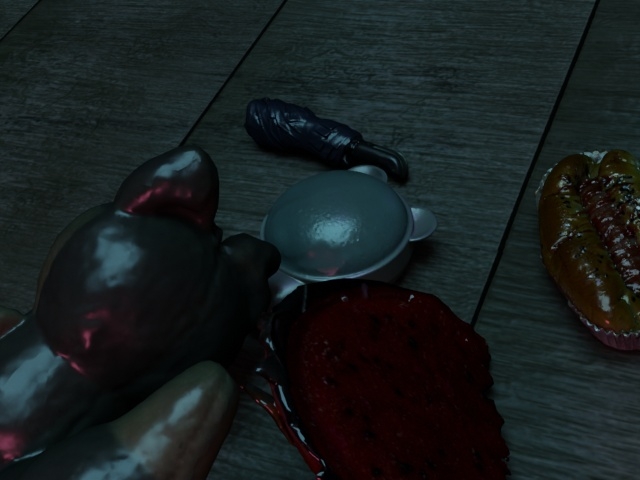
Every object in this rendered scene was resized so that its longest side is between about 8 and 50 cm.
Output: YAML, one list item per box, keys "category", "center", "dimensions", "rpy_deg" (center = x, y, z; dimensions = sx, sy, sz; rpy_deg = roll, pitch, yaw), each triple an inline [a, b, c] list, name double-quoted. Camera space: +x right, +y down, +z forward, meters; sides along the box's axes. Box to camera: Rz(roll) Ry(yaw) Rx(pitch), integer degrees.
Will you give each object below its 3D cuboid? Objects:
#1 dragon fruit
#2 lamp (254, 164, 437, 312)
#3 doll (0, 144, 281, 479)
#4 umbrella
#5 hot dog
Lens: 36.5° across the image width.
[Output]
- category: "dragon fruit"
  center: [0.045, 0.151, 0.875]
  dimensions: [0.100, 0.282, 0.343]
  rpy_deg: [-46, 18, 28]
- category: "lamp"
  center: [-0.002, -0.001, 1.114]
  dimensions: [0.246, 0.108, 0.179]
  rpy_deg: [-32, 42, -13]
- category: "doll"
  center: [-0.166, 0.127, 0.920]
  dimensions: [0.382, 0.252, 0.378]
  rpy_deg: [-46, 50, 0]
- category: "umbrella"
  center: [0.010, -0.133, 1.274]
  dimensions: [0.248, 0.071, 0.071]
  rpy_deg: [18, 55, 26]
- category: "hot dog"
  center: [0.307, 0.002, 1.037]
  dimensions: [0.144, 0.075, 0.268]
  rpy_deg: [-10, 47, 4]
